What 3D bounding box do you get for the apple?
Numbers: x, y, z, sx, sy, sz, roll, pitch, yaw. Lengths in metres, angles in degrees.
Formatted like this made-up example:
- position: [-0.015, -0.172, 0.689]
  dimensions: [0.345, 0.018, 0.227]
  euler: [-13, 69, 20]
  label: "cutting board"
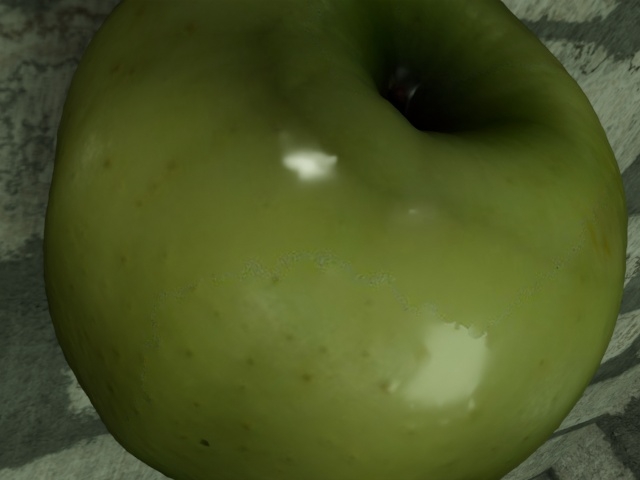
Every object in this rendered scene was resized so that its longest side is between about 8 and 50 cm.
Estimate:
- position: [0.000, 0.000, 0.630]
  dimensions: [0.473, 0.474, 0.474]
  euler: [-23, 145, -17]
  label: "apple"
